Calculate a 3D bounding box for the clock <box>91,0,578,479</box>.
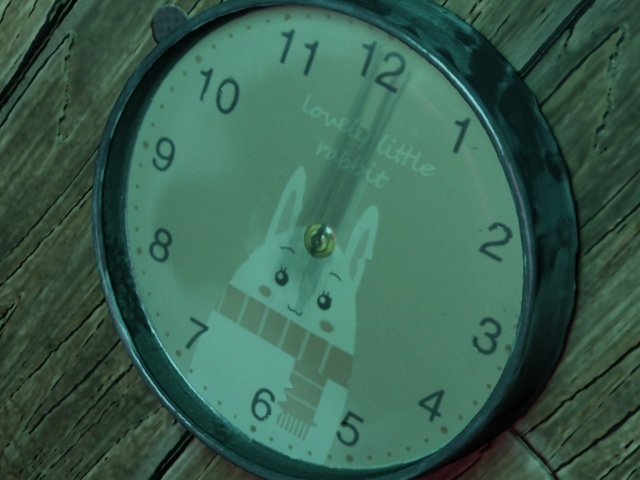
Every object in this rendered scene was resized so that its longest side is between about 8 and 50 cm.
[{"bbox_3d":[0.000,0.000,1.339,0.386,0.076,0.386,8,106,28],"label":"clock"}]
